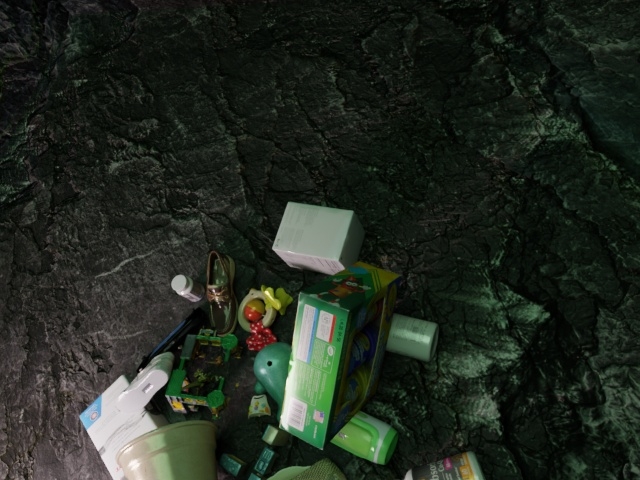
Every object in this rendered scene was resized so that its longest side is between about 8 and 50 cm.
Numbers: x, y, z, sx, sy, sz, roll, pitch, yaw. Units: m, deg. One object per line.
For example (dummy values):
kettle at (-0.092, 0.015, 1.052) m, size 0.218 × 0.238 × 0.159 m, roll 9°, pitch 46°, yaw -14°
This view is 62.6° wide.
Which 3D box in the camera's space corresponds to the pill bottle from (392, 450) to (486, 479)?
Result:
pill bottle at (0.346, 0.735, 1.540) m, size 0.279 × 0.162 × 0.162 m, roll -22°, pitch 62°, yaw 9°

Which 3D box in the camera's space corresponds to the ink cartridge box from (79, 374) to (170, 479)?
ink cartridge box at (-0.701, 0.689, 1.934) m, size 0.223 × 0.129 × 0.307 m, roll -44°, pitch 61°, yaw -5°

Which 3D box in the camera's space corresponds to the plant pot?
plant pot at (-0.455, 0.792, 1.673) m, size 0.334 × 0.333 × 0.305 m, roll -28°, pitch 56°, yaw 5°

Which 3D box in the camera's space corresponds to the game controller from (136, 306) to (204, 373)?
game controller at (-0.573, 0.381, 2.015) m, size 0.319 × 0.166 × 0.067 m, roll -45°, pitch 90°, yaw -4°

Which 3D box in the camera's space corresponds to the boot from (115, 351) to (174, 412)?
boot at (-0.617, 0.505, 1.887) m, size 0.258 × 0.095 × 0.123 m, roll -38°, pitch 16°, yaw 15°

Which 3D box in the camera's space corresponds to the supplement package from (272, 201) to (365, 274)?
supplement package at (0.000, 0.000, 1.958) m, size 0.263 × 0.198 × 0.199 m, roll 10°, pitch 70°, yaw 23°

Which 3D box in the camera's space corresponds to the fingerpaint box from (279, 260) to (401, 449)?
fingerpaint box at (0.069, 0.328, 1.589) m, size 0.163 × 0.371 × 0.444 m, roll 18°, pitch 109°, yaw 26°

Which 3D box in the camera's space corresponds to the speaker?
speaker at (0.095, 0.605, 1.703) m, size 0.297 × 0.131 × 0.131 m, roll 19°, pitch 75°, yaw 25°

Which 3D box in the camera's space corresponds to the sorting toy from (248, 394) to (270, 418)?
sorting toy at (-0.221, 0.586, 1.873) m, size 0.084 × 0.044 × 0.075 m, roll -13°, pitch 45°, yaw 13°

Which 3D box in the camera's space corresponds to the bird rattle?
bird rattle at (-0.222, 0.285, 1.981) m, size 0.207 × 0.143 × 0.253 m, roll 21°, pitch 88°, yaw 37°

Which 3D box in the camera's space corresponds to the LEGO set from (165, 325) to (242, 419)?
LEGO set at (-0.415, 0.500, 1.920) m, size 0.255 × 0.192 × 0.331 m, roll -1°, pitch 52°, yaw -1°

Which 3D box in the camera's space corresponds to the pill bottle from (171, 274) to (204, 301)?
pill bottle at (-0.526, 0.188, 2.089) m, size 0.078 × 0.137 × 0.078 m, roll -7°, pitch 65°, yaw 16°

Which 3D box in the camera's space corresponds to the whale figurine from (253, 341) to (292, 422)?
whale figurine at (-0.139, 0.484, 1.826) m, size 0.217 × 0.141 × 0.271 m, roll -21°, pitch 63°, yaw 9°

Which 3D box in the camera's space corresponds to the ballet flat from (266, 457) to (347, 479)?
ballet flat at (-0.151, 0.821, 1.631) m, size 0.483 × 0.163 × 0.182 m, roll -21°, pitch 30°, yaw -17°

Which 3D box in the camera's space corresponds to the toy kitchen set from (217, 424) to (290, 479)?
toy kitchen set at (-0.233, 0.699, 1.774) m, size 0.166 × 0.122 × 0.207 m, roll 22°, pitch 76°, yaw 26°

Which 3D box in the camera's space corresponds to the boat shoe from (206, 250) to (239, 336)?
boat shoe at (-0.396, 0.200, 2.048) m, size 0.124 × 0.123 × 0.341 m, roll -10°, pitch 64°, yaw 15°

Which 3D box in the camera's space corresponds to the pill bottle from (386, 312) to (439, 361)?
pill bottle at (0.270, 0.315, 1.766) m, size 0.230 × 0.131 × 0.131 m, roll 11°, pitch 71°, yaw 22°
